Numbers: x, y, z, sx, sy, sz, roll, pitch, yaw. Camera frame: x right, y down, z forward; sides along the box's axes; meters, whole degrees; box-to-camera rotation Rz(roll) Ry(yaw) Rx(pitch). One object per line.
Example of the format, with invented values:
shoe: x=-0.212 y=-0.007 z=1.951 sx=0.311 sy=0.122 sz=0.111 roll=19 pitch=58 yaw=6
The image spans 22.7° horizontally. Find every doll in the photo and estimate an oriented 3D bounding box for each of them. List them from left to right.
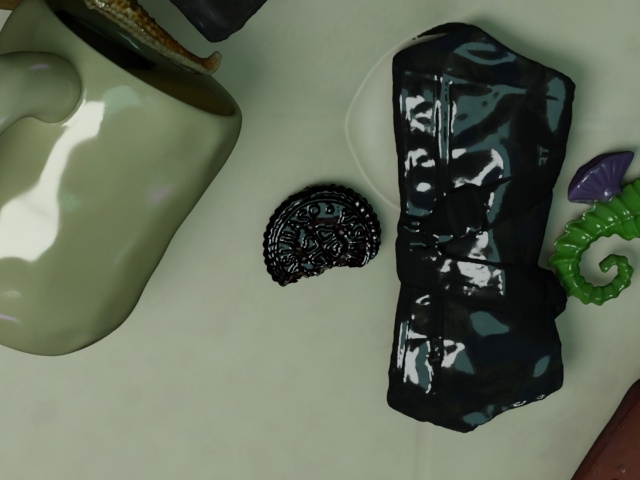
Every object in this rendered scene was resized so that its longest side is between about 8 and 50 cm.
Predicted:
doll: x=0.253 y=-0.027 z=1.223 sx=0.190 sy=0.050 sz=0.115 roll=-37 pitch=103 yaw=2

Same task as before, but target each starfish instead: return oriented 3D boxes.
starfish: x=-0.168 y=-0.197 z=1.036 sx=0.050 sy=0.138 sz=0.247 roll=-40 pitch=118 yaw=19

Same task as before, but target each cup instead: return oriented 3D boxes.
cup: x=-0.170 y=-0.030 z=1.015 sx=0.173 sy=0.255 sz=0.202 roll=32 pitch=103 yaw=-9

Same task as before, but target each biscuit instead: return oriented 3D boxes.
biscuit: x=0.000 y=0.000 z=1.187 sx=0.087 sy=0.027 sz=0.089 roll=24 pitch=99 yaw=-16

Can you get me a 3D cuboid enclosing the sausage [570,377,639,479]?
sausage: x=0.275 y=0.198 z=1.239 sx=0.152 sy=0.152 sz=0.280 roll=30 pitch=98 yaw=-18

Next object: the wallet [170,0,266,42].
wallet: x=-0.115 y=-0.292 z=1.003 sx=0.321 sy=0.044 sz=0.170 roll=46 pitch=64 yaw=-23

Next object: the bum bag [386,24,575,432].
bum bag: x=0.119 y=-0.005 z=1.188 sx=0.137 sy=0.074 sz=0.310 roll=0 pitch=105 yaw=-2

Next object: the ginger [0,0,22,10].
ginger: x=-0.319 y=-0.164 z=1.049 sx=0.333 sy=0.081 sz=0.148 roll=-9 pitch=87 yaw=-12
